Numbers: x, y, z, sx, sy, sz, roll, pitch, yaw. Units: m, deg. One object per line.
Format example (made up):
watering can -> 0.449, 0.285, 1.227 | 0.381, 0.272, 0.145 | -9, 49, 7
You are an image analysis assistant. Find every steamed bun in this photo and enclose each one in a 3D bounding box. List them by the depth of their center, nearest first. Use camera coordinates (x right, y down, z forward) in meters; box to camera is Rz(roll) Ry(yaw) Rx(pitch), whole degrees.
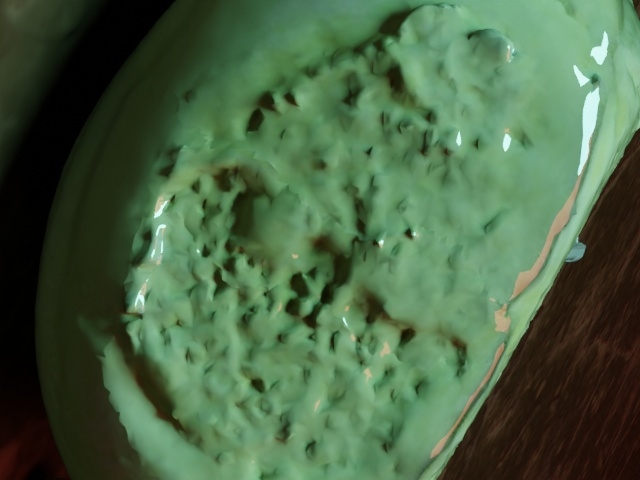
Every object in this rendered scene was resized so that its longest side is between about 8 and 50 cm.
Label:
steamed bun -> 0.000, 0.000, 0.647 | 0.273, 0.166, 0.232 | -61, 175, 9

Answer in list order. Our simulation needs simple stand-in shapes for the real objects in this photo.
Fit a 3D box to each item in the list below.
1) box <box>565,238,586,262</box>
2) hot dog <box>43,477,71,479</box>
box -> 0.072, -0.030, 0.875 | 0.089, 0.122, 0.062 | -4, 105, -69
hot dog -> -0.134, 0.157, 0.697 | 0.044, 0.028, 0.137 | 45, 67, -43
